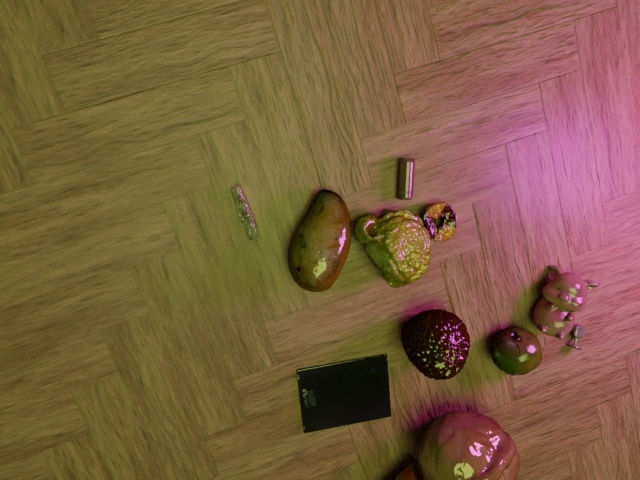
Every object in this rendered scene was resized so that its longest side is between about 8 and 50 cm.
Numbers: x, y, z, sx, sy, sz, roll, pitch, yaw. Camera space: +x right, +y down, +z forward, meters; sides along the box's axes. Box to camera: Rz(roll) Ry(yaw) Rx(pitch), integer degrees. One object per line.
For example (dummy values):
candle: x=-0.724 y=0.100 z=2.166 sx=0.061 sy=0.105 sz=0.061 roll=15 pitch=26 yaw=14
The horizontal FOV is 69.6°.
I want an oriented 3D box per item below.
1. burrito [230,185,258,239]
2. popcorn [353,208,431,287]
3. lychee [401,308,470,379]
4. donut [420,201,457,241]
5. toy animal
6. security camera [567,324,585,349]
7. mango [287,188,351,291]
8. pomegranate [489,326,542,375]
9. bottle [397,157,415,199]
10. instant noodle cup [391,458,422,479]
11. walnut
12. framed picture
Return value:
burrito: x=-0.244 y=-0.088 z=1.492 sx=0.045 sy=0.041 sz=0.185 roll=-25 pitch=106 yaw=-14
popcorn: x=0.259 y=0.007 z=1.533 sx=0.225 sy=0.174 sz=0.286 roll=-36 pitch=96 yaw=-10
lychee: x=0.396 y=0.356 z=1.589 sx=0.236 sy=0.271 sz=0.235 roll=5 pitch=121 yaw=9
donut: x=0.406 y=-0.067 z=1.600 sx=0.141 sy=0.059 sz=0.140 roll=-2 pitch=100 yaw=-9
toy animal: x=0.887 y=0.235 z=1.695 sx=0.167 sy=0.154 sz=0.250 roll=23 pitch=102 yaw=9
security camera: x=1.005 y=0.376 z=1.803 sx=0.058 sy=0.058 sz=0.092 roll=21 pitch=84 yaw=-13
mango: x=0.005 y=0.005 z=1.500 sx=0.177 sy=0.176 sz=0.329 roll=31 pitch=75 yaw=-36
pomegranate: x=0.732 y=0.418 z=1.703 sx=0.179 sy=0.179 sz=0.210 roll=-47 pitch=125 yaw=1
bottle: x=0.289 y=-0.208 z=1.555 sx=0.053 sy=0.053 sz=0.140 roll=0 pitch=100 yaw=-10
instant noodle cup: x=0.338 y=0.974 z=1.719 sx=0.182 sy=0.230 sz=0.230 roll=-39 pitch=105 yaw=9
walnut: x=0.523 y=0.794 z=1.644 sx=0.382 sy=0.381 sz=0.381 roll=-2 pitch=101 yaw=-10
framed picture: x=0.091 y=0.563 z=1.693 sx=0.339 sy=0.014 sz=0.255 roll=-8 pitch=102 yaw=-9
